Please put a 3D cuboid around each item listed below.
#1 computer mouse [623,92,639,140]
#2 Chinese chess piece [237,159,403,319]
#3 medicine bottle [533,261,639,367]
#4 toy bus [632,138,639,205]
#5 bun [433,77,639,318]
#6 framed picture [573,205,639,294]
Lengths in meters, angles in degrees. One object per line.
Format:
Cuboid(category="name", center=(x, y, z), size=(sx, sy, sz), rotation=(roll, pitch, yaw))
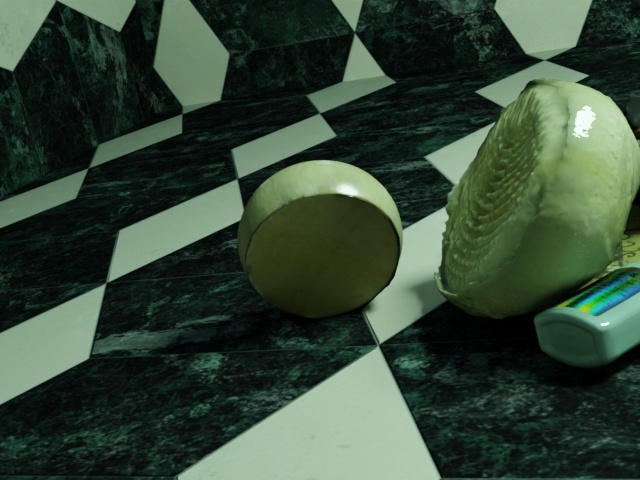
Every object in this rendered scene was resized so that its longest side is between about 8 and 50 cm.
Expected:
Cuboid(category="computer mouse", center=(0.653, -0.167, 1.639), size=(0.323, 0.116, 0.183), rotation=(33, 44, 25))
Cuboid(category="Chinese chess piece", center=(0.000, 0.000, 1.533), size=(0.257, 0.257, 0.104), rotation=(-12, 37, 0))
Cuboid(category="medicine bottle", center=(0.396, 0.085, 1.288), size=(0.228, 0.083, 0.121), rotation=(-25, 15, -30))
Cuboid(category="toy bus", center=(0.619, -0.087, 1.487), size=(0.408, 0.093, 0.092), rotation=(6, 28, 5))
Cuboid(category="bun", center=(0.321, -0.043, 1.397), size=(0.202, 0.364, 0.364), rotation=(24, 16, -9))
Cuboid(category="framed picture", center=(0.388, 0.004, 1.533), size=(0.338, 0.014, 0.255), rotation=(-6, 36, 20))
